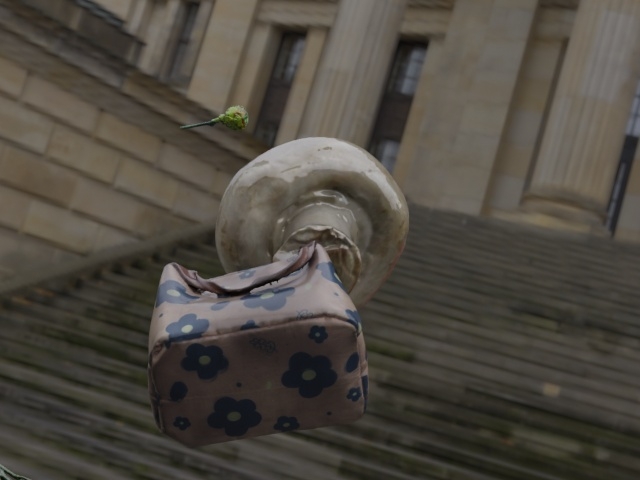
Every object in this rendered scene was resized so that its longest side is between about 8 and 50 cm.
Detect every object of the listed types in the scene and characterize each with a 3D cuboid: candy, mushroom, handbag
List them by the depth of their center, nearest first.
[{"bbox_3d":[-0.078,0.113,1.359,0.251,0.190,0.193,-8,33,-3],"label":"handbag"},{"bbox_3d":[0.000,0.000,1.704,0.297,0.297,0.290,19,12,-21],"label":"mushroom"},{"bbox_3d":[-0.164,-0.178,1.746,0.123,0.035,0.035,-8,-46,27],"label":"candy"}]

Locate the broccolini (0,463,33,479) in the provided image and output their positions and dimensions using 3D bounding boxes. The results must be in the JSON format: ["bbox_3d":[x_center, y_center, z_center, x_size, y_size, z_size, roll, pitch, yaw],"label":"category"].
[{"bbox_3d":[-0.406,0.233,1.164,0.271,0.062,0.123,29,14,-1],"label":"broccolini"}]
